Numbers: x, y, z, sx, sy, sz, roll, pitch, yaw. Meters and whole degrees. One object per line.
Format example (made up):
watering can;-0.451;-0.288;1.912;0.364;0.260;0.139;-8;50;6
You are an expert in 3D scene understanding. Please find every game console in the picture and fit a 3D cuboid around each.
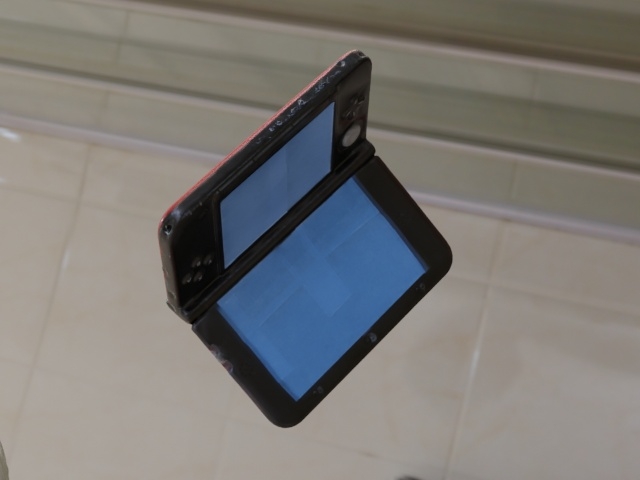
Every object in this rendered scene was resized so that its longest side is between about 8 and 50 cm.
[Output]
game console;0.000;0.000;0.659;0.144;0.085;0.124;-44;-21;-24

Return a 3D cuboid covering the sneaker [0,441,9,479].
sneaker;-0.128;0.148;0.434;0.086;0.237;0.085;5;-49;-40
